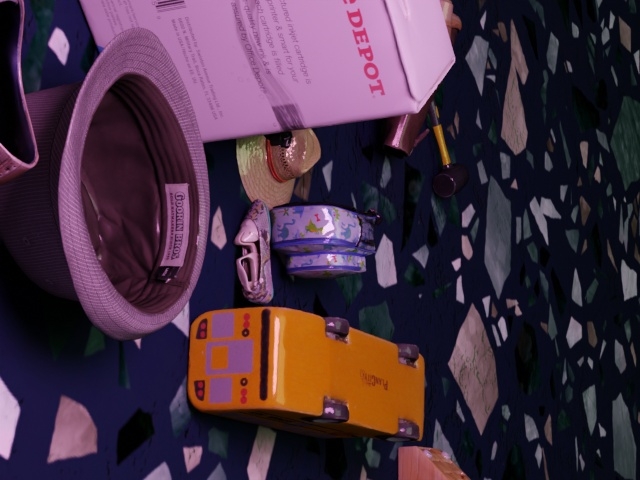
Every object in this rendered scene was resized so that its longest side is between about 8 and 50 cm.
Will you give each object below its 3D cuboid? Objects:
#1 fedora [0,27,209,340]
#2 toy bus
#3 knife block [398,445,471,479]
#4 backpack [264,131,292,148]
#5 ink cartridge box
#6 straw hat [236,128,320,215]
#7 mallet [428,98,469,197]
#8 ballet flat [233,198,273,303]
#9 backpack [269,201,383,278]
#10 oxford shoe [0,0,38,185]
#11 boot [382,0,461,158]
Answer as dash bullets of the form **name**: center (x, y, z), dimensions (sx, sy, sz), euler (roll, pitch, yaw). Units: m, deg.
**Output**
- **fedora**: center (-0.199, -0.045, 1.317), dimensions (0.275, 0.124, 0.244), euler (68, 33, -45)
- **toy bus**: center (-0.001, 0.153, 1.659), dimensions (0.332, 0.130, 0.108), euler (25, 62, -59)
- **knife block**: center (0.143, 0.433, 1.960), dimensions (0.276, 0.242, 0.088), euler (45, 11, 27)
- **backpack**: center (-0.038, -0.189, 1.644), dimensions (0.152, 0.115, 0.182), euler (52, 21, 1)
- **ink cartridge box**: center (-0.055, -0.223, 1.433), dimensions (0.129, 0.307, 0.223), euler (-52, 131, -53)
- **straw hat**: center (-0.034, -0.101, 1.721), dimensions (0.144, 0.061, 0.144), euler (21, 67, -61)
- **mallet**: center (0.169, -0.157, 2.160), dimensions (0.062, 0.039, 0.190), euler (-21, 100, -61)
- **ballet flat**: center (-0.073, 0.012, 1.651), dimensions (0.041, 0.041, 0.114), euler (7, 78, -62)
- **backpack**: center (0.000, 0.000, 1.719), dimensions (0.114, 0.105, 0.084), euler (19, 68, -59)
- **oxford shoe**: center (-0.290, -0.215, 1.166), dimensions (0.130, 0.132, 0.364), euler (-29, 111, -60)
- **boot**: center (0.118, -0.212, 2.027), dimensions (0.248, 0.090, 0.207), euler (-49, 156, -87)
